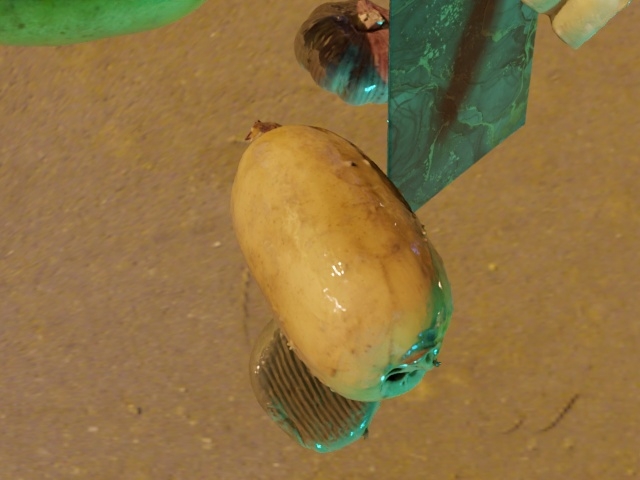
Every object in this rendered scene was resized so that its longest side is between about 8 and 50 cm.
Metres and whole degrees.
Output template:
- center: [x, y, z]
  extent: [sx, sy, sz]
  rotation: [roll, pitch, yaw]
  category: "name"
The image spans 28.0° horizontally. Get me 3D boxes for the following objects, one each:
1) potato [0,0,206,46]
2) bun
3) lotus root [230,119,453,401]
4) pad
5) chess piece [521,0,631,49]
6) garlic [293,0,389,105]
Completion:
- center: [-0.245, -0.321, 1.464]
  extent: [0.280, 0.212, 0.330]
  rotation: [11, 50, -11]
  category: "potato"
- center: [0.001, 0.164, 1.549]
  extent: [0.167, 0.113, 0.173]
  rotation: [1, 95, 14]
  category: "bun"
- center: [0.000, 0.000, 1.169]
  extent: [0.152, 0.169, 0.342]
  rotation: [-18, 51, -22]
  category: "lotus root"
- center: [0.155, -0.192, 1.351]
  extent: [0.007, 0.367, 0.248]
  rotation: [37, 59, 28]
  category: "pad"
- center: [0.136, -0.264, 0.921]
  extent: [0.243, 0.133, 0.133]
  rotation: [40, 67, -3]
  category: "chess piece"
- center: [0.046, -0.236, 1.579]
  extent: [0.159, 0.102, 0.147]
  rotation: [39, 52, 13]
  category: "garlic"
